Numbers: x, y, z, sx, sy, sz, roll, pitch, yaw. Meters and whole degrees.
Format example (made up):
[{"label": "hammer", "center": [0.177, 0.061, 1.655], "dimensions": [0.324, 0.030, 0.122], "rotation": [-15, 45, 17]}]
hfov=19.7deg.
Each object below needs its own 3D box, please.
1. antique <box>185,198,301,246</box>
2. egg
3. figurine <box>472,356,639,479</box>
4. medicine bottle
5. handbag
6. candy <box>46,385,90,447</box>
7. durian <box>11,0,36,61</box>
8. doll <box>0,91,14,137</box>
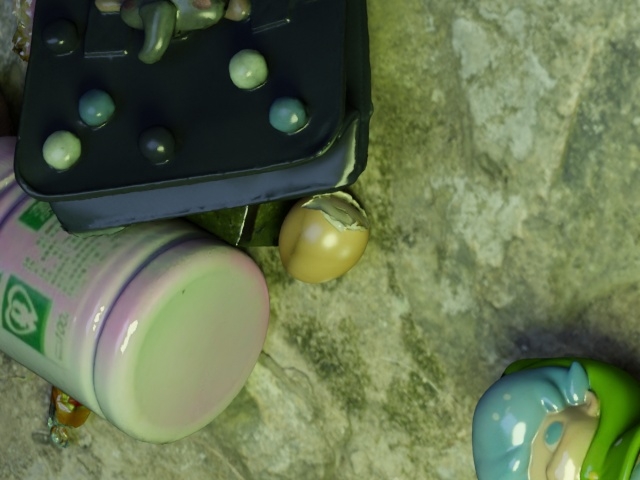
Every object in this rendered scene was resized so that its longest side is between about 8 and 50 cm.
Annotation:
[{"label": "antique", "center": [-0.123, -0.071, 1.800], "dimensions": [0.221, 0.081, 0.080], "rotation": [28, 107, 35]}, {"label": "egg", "center": [0.000, 0.000, 1.708], "dimensions": [0.080, 0.080, 0.096], "rotation": [51, 123, 24]}, {"label": "figurine", "center": [0.225, 0.182, 1.477], "dimensions": [0.263, 0.143, 0.162], "rotation": [19, 113, 55]}, {"label": "medicine bottle", "center": [-0.230, 0.043, 1.824], "dimensions": [0.325, 0.212, 0.212], "rotation": [27, 112, 37]}, {"label": "handbag", "center": [-0.119, -0.161, 1.680], "dimensions": [0.326, 0.118, 0.269], "rotation": [-9, 65, 17]}, {"label": "candy", "center": [-0.261, 0.150, 1.971], "dimensions": [0.053, 0.046, 0.182], "rotation": [39, 121, 31]}, {"label": "durian", "center": [-0.219, -0.289, 1.837], "dimensions": [0.186, 0.154, 0.260], "rotation": [25, 109, 13]}, {"label": "doll", "center": [-0.402, -0.047, 2.016], "dimensions": [0.156, 0.201, 0.303], "rotation": [13, 114, 1]}]
